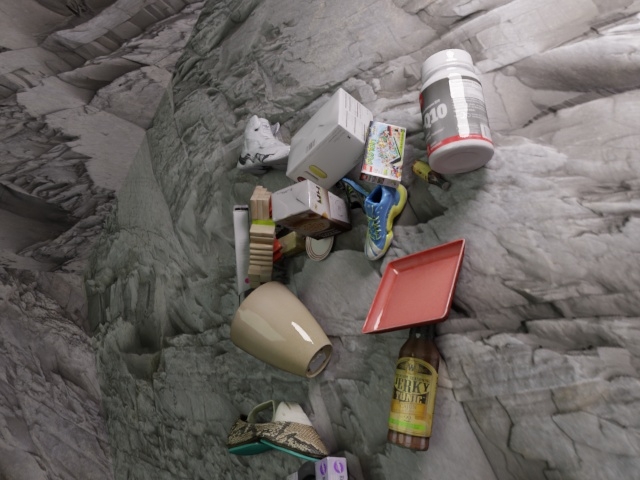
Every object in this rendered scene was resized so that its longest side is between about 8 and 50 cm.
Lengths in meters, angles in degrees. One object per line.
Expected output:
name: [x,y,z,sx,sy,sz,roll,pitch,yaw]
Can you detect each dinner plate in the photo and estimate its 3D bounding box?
dinner plate: [0.000,0.000,1.683,0.141,0.017,0.141,-15,69,45]

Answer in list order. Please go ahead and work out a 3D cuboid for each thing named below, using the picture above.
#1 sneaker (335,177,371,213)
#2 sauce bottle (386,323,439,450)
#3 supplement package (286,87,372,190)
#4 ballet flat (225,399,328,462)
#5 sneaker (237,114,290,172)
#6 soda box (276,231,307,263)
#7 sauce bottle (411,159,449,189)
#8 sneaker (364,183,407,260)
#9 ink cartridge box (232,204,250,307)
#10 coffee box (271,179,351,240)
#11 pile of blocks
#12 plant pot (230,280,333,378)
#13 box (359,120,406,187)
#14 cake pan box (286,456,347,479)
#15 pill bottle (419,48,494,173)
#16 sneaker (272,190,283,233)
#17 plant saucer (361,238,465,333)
sneaker: [0.103,-0.143,1.564,0.188,0.067,0.078,41,105,42]
sauce bottle: [0.241,0.342,1.250,0.111,0.111,0.345,-6,71,48]
supplement package: [0.030,-0.309,1.586,0.261,0.145,0.204,-39,33,36]
ballet flat: [-0.151,0.611,1.611,0.482,0.164,0.182,-22,49,46]
sneaker: [-0.201,-0.379,1.910,0.365,0.137,0.211,1,84,52]
soda box: [-0.127,0.027,1.788,0.181,0.058,0.062,-25,62,43]
sauce bottle: [0.304,-0.181,1.365,0.128,0.042,0.042,49,116,45]
sneaker: [0.158,-0.062,1.436,0.091,0.126,0.240,28,101,48]
ink cartridge box: [-0.292,0.058,1.863,0.176,0.069,0.372,-130,40,-76]
coffee box: [-0.023,-0.088,1.538,0.141,0.246,0.098,-17,68,30]
pile of blocks: [-0.184,-0.008,1.751,0.149,0.112,0.363,-65,-21,-79]
plant pot: [-0.102,0.309,1.579,0.274,0.256,0.257,32,105,30]
box: [0.181,-0.250,1.421,0.036,0.113,0.207,104,177,-57]
cake pan box: [-0.007,0.741,1.334,0.246,0.070,0.267,-44,38,42]
pill bottle: [0.341,-0.330,1.270,0.161,0.161,0.284,-22,64,43]
sneaker: [-0.183,-0.057,1.845,0.091,0.094,0.258,31,104,50]
plant saucer: [0.248,0.130,1.268,0.258,0.048,0.259,-22,29,44]
